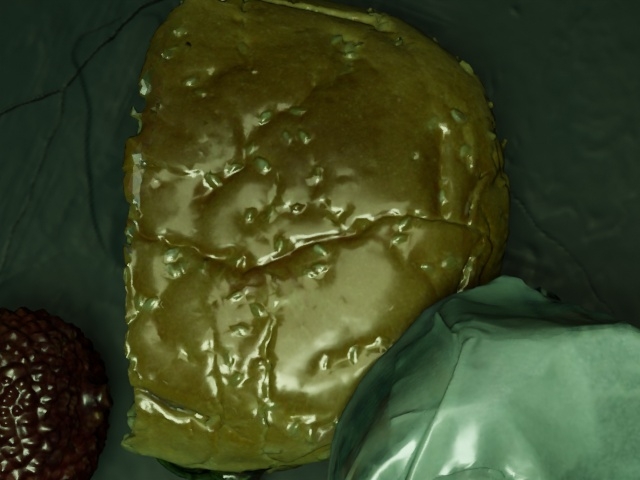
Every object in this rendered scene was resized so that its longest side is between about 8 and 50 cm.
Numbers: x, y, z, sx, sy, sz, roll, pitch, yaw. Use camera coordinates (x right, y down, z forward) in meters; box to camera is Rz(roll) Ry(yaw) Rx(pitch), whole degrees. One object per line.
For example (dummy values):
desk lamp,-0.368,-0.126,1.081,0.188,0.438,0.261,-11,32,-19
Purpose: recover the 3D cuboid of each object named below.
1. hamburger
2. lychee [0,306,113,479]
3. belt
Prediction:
hamburger,0.000,0.000,0.992,0.211,0.132,0.309,6,76,7
lychee,-0.178,0.102,0.983,0.129,0.123,0.123,-23,77,-3
belt,0.117,0.148,0.872,0.207,0.150,0.257,-29,98,-6
